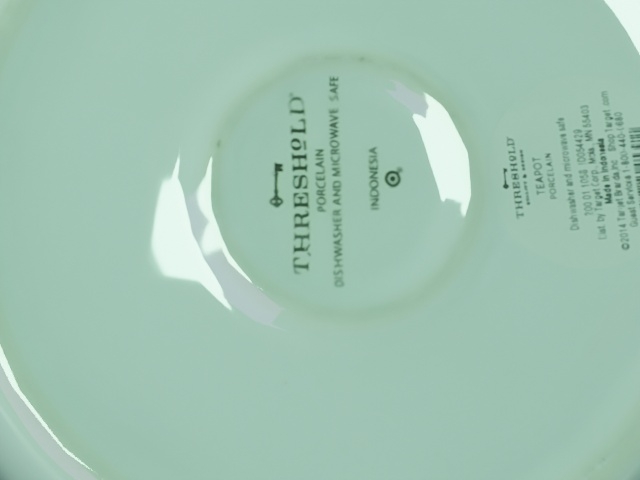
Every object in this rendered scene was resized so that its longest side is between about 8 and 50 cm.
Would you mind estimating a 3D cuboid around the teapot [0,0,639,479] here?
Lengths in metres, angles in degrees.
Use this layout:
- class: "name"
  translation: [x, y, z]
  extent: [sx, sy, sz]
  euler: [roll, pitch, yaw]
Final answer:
- class: "teapot"
  translation: [0.000, 0.000, 0.574]
  extent: [0.252, 0.187, 0.256]
  euler: [40, 79, 5]
